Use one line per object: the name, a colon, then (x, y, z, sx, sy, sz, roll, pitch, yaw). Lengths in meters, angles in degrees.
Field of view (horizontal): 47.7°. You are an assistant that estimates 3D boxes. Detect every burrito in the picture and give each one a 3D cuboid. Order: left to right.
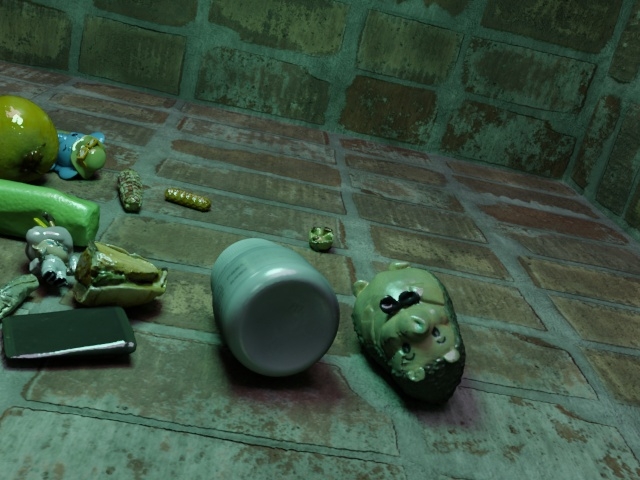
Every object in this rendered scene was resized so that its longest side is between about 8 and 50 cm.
burrito: (-0.662, 0.131, 1.498, 0.058, 0.063, 0.229, 48, 25, -13)

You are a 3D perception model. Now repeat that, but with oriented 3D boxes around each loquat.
loquat: (-0.904, -0.291, 2.133, 0.274, 0.275, 0.275, 12, 21, -5)

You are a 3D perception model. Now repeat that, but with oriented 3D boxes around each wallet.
wallet: (-0.505, 0.190, 1.454, 0.245, 0.052, 0.168, -1, 24, -25)

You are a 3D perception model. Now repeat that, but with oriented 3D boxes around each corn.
corn: (-0.591, -0.155, 2.250, 0.079, 0.080, 0.237, 6, 27, -20)

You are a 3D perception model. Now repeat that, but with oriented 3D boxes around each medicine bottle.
medicine bottle: (-0.114, 0.130, 1.573, 0.245, 0.245, 0.306, 5, 15, -21)

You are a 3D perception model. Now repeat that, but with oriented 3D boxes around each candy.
candy: (-0.746, -0.078, 1.858, 0.343, 0.142, 0.132, 13, 8, -4)

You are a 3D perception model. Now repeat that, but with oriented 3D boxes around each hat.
hat: (0.000, 0.000, 2.244, 0.077, 0.059, 0.076, 3, 39, -14)

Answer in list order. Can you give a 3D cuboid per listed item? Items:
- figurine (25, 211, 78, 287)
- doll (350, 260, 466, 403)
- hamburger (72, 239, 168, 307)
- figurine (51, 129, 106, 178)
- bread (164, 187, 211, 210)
figurine: (-0.630, 0.034, 1.695, 0.137, 0.112, 0.229, 33, 14, -37)
doll: (0.201, 0.200, 1.629, 0.247, 0.247, 0.350, 5, 36, -22)
hamburger: (-0.440, 0.104, 1.620, 0.207, 0.135, 0.155, 22, 13, -37)
figurine: (-0.820, -0.281, 2.358, 0.262, 0.154, 0.180, 2, 26, 18)
bread: (-0.426, -0.133, 2.330, 0.157, 0.044, 0.052, 17, 18, 7)
